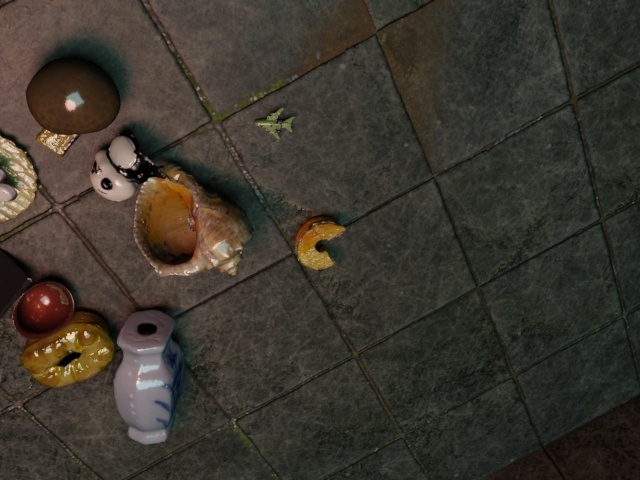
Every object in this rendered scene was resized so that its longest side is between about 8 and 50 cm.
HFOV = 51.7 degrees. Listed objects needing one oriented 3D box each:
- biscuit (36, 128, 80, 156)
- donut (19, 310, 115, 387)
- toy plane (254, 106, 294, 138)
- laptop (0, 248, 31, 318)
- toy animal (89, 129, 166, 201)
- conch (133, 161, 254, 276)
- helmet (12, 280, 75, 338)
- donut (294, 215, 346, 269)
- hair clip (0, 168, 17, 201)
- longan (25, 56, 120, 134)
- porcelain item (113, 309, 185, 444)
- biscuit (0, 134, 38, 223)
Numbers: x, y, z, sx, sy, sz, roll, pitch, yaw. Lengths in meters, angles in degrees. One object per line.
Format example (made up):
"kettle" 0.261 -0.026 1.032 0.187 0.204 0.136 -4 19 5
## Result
"biscuit" -0.683 -0.270 1.716 0.081 0.018 0.083 36 103 -30
"donut" -0.745 0.326 1.965 0.261 0.128 0.208 -20 131 -5
"toy plane" -0.129 -0.325 1.838 0.111 0.040 0.102 -4 130 -17
"laptop" -0.906 0.134 1.839 0.135 0.016 0.197 43 102 4
"toy animal" -0.518 -0.180 1.735 0.179 0.166 0.138 -36 154 5
"conch" -0.360 -0.035 1.848 0.297 0.352 0.210 -33 167 -8
"helmet" -0.802 0.196 1.881 0.155 0.106 0.175 49 62 -31
"donut" -0.011 0.001 2.040 0.146 0.078 0.181 5 123 -18
"hair clip" -0.883 -0.102 1.683 0.146 0.075 0.257 34 109 -34
"longan" -0.598 -0.349 1.601 0.212 0.198 0.198 -5 121 4
"porcelain item" -0.523 0.427 2.034 0.178 0.242 0.405 6 121 2
"biscuit" -0.840 -0.148 1.728 0.187 0.036 0.273 22 110 -26
